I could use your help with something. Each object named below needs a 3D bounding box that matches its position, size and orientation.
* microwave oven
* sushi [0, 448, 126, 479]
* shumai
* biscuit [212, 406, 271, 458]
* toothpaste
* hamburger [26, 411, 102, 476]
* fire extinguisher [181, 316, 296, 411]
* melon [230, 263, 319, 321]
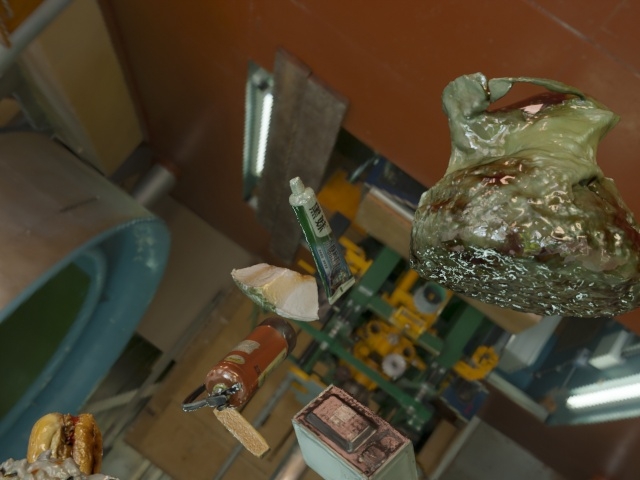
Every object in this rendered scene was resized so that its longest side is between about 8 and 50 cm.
[{"bbox_3d":[0.099,0.553,2.108,0.295,0.181,0.238,30,144,40],"label":"microwave oven"},{"bbox_3d":[-0.431,0.538,1.327,0.417,0.176,0.418,10,125,14],"label":"sushi"},{"bbox_3d":[0.325,-0.072,1.179,0.394,0.348,0.395,15,165,4],"label":"shumai"},{"bbox_3d":[-0.207,0.501,2.103,0.188,0.052,0.056,40,165,23],"label":"biscuit"},{"bbox_3d":[0.000,0.000,1.946,0.061,0.098,0.392,25,149,44],"label":"toothpaste"},{"bbox_3d":[-0.596,0.511,1.832,0.162,0.245,0.244,4,176,-24],"label":"hamburger"},{"bbox_3d":[-0.199,0.328,1.919,0.113,0.200,0.376,43,-152,3],"label":"fire extinguisher"},{"bbox_3d":[-0.097,0.089,1.524,0.202,0.093,0.139,22,-176,19],"label":"melon"}]
